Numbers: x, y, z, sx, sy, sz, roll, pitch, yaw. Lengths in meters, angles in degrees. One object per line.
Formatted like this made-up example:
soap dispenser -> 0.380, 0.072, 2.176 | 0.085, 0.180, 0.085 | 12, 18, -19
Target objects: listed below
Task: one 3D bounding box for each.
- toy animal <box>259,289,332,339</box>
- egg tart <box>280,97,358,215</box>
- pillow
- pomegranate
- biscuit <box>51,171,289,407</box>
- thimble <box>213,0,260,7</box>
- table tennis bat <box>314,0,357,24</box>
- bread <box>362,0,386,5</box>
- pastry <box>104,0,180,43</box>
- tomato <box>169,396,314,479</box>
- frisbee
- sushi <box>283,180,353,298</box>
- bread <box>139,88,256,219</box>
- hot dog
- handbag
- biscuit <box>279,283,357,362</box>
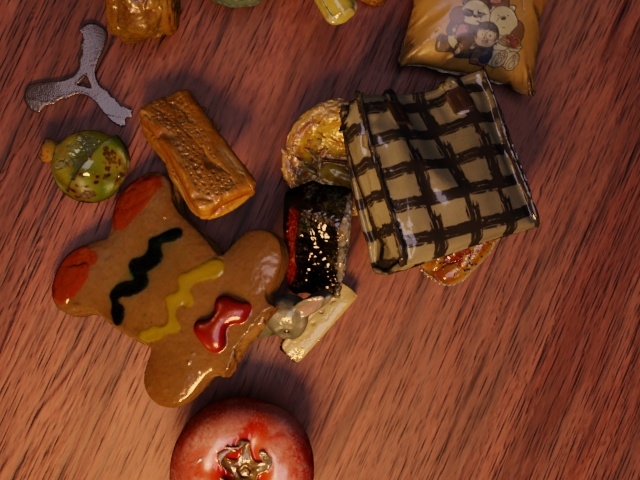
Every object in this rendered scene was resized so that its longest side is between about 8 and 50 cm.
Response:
toy animal -> -0.091, 0.145, 1.235 | 0.236, 0.138, 0.108 | 4, 103, 34
egg tart -> 0.045, -0.165, 1.306 | 0.252, 0.098, 0.232 | 4, 98, -5
pillow -> 0.325, -0.476, 1.324 | 0.310, 0.119, 0.313 | 11, 92, -6
pomegranate -> -0.434, -0.136, 1.219 | 0.169, 0.122, 0.143 | 3, 59, 24
biscuit -> -0.271, 0.069, 1.194 | 0.394, 0.076, 0.368 | 38, 86, 17
thimble -> -0.164, -0.569, 1.230 | 0.198, 0.143, 0.235 | -17, 96, -10
table tennis bat -> -0.062, -0.542, 1.157 | 0.224, 0.054, 0.369 | -40, 96, -7
bread -> 0.105, -0.519, 1.324 | 0.083, 0.046, 0.081 | -14, 100, -10
pastry -> -0.324, -0.477, 1.163 | 0.132, 0.235, 0.240 | -2, 83, -5
tomato -> -0.149, 0.433, 1.227 | 0.270, 0.227, 0.270 | 3, 72, -10
frisbee -> -0.448, -0.290, 1.261 | 0.211, 0.012, 0.187 | -45, 99, -5
sushi -> 0.000, 0.000, 1.253 | 0.126, 0.136, 0.225 | 3, 120, 8
bread -> -0.227, -0.164, 1.211 | 0.139, 0.077, 0.271 | -28, 65, -20
hot dog -> 0.306, -0.024, 1.360 | 0.144, 0.075, 0.268 | 41, 86, -8
handbag -> 0.211, -0.131, 1.211 | 0.325, 0.162, 0.327 | -15, 89, -23
biscuit -> -0.005, 0.165, 1.328 | 0.056, 0.052, 0.188 | 43, 83, 3
